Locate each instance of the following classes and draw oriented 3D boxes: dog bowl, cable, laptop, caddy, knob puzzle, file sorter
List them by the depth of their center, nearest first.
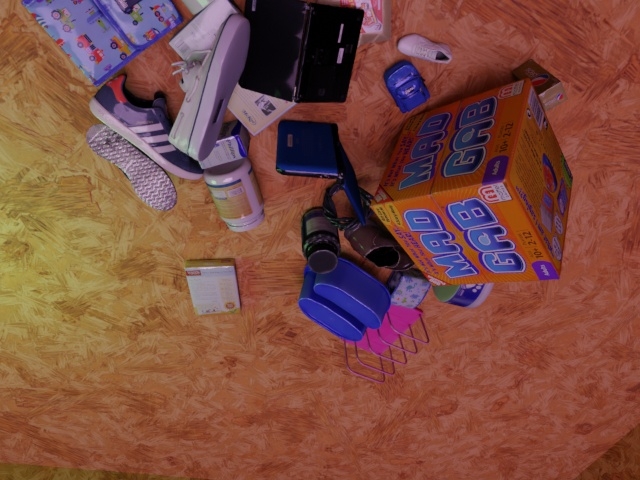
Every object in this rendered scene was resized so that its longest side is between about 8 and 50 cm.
[{"bbox_3d":[0.078,-0.582,1.179,0.213,0.030,0.213,-2,128,-3],"label":"knob puzzle"},{"bbox_3d":[-0.051,-0.482,1.192,0.264,0.136,0.234,-12,129,-34],"label":"laptop"},{"bbox_3d":[0.079,-0.107,1.453,0.150,0.184,0.047,-49,147,-3],"label":"cable"},{"bbox_3d":[0.471,0.085,1.564,0.104,0.265,0.265,13,125,-10],"label":"dog bowl"},{"bbox_3d":[0.086,0.196,1.674,0.341,0.179,0.241,35,134,-11],"label":"caddy"},{"bbox_3d":[0.248,0.390,1.830,0.202,0.182,0.291,25,121,-22],"label":"file sorter"}]

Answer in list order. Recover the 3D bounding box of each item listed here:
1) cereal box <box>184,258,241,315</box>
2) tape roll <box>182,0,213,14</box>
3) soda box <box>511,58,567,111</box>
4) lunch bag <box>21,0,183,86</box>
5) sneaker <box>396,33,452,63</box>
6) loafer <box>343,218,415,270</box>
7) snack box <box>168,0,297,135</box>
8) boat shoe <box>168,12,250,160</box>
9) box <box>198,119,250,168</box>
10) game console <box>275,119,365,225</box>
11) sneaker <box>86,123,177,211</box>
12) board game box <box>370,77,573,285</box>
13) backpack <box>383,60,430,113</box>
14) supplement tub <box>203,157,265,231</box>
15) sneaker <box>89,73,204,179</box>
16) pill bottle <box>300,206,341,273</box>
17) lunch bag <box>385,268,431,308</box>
[{"bbox_3d":[-0.383,0.172,1.706,0.172,0.047,0.240,-2,127,-3],"label":"cereal box"},{"bbox_3d":[-0.234,-0.626,0.991,0.246,0.246,0.169,-30,124,18],"label":"tape roll"},{"bbox_3d":[0.574,-0.412,1.246,0.061,0.181,0.058,-31,123,18],"label":"soda box"},{"bbox_3d":[-0.492,-0.553,1.121,0.293,0.138,0.221,-34,122,5],"label":"lunch bag"},{"bbox_3d":[0.276,-0.500,1.236,0.152,0.061,0.054,8,128,-8],"label":"sneaker"},{"bbox_3d":[0.211,0.048,1.550,0.134,0.130,0.365,-41,143,24],"label":"loafer"},{"bbox_3d":[-0.209,-0.452,1.238,0.187,0.060,0.322,-32,123,19],"label":"snack box"},{"bbox_3d":[-0.299,-0.391,1.164,0.156,0.136,0.367,28,117,3],"label":"boat shoe"},{"bbox_3d":[-0.275,-0.274,1.327,0.137,0.126,0.072,-14,125,6],"label":"box"},{"bbox_3d":[0.001,-0.191,1.304,0.250,0.293,0.173,3,127,-6],"label":"game console"},{"bbox_3d":[-0.510,-0.214,1.341,0.102,0.146,0.293,-40,103,4],"label":"sneaker"},{"bbox_3d":[0.416,-0.131,1.260,0.356,0.356,0.356,-9,135,43],"label":"board game box"},{"bbox_3d":[0.234,-0.418,1.271,0.098,0.101,0.120,-32,120,11],"label":"backpack"},{"bbox_3d":[-0.253,-0.141,1.417,0.144,0.144,0.200,-12,127,5],"label":"supplement tub"},{"bbox_3d":[-0.437,-0.309,1.295,0.148,0.131,0.350,-46,126,9],"label":"sneaker"},{"bbox_3d":[0.000,0.000,1.494,0.122,0.219,0.123,-2,127,-3],"label":"pill bottle"},{"bbox_3d":[0.314,0.179,1.730,0.128,0.096,0.151,13,115,-14],"label":"lunch bag"}]
